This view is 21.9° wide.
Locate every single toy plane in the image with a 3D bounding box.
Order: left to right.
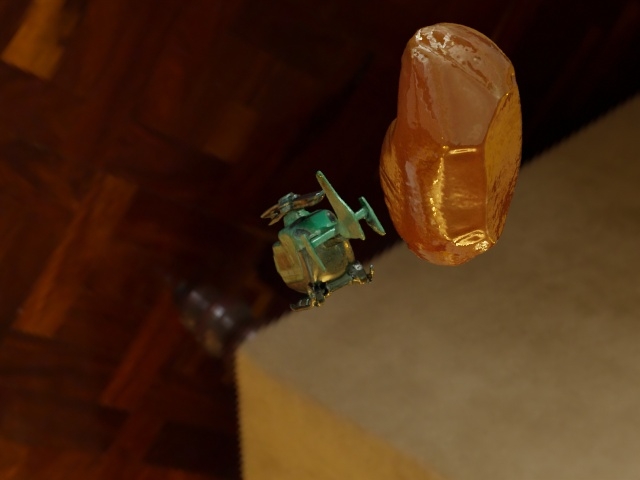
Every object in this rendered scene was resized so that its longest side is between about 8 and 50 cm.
[{"bbox_3d":[0.000,0.000,1.304,0.060,0.096,0.235,-26,-179,-15],"label":"toy plane"}]

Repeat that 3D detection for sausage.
[{"bbox_3d":[0.082,-0.057,1.022,0.089,0.089,0.179,-36,147,-25],"label":"sausage"}]
